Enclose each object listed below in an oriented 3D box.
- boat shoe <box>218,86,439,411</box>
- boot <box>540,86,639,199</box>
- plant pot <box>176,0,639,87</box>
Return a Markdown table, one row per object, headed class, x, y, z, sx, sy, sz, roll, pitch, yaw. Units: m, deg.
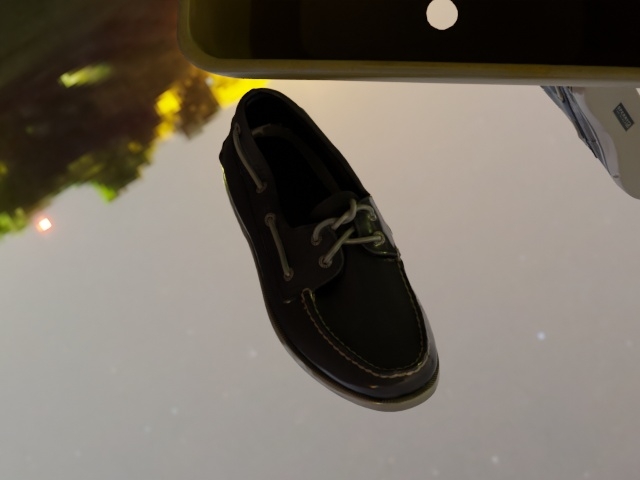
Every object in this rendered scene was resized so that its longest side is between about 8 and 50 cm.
| class | x | y | z | sx | sy | sz | roll | pitch | yaw |
| --- | --- | --- | --- | --- | --- | --- | --- | --- | --- |
| boat shoe | 0.000 | 0.000 | 0.818 | 0.075 | 0.065 | 0.206 | -18 | -128 | -16 |
| boot | 0.261 | -0.119 | 1.441 | 0.069 | 0.190 | 0.086 | -42 | -137 | -7 |
| plant pot | 0.058 | -0.159 | 0.671 | 0.212 | 0.212 | 0.187 | 1 | 176 | 2 |
